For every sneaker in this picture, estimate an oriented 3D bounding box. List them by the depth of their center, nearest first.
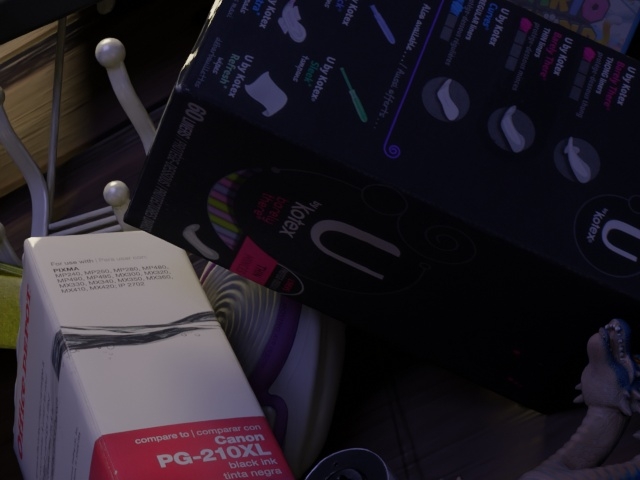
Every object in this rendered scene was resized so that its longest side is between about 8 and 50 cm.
[{"bbox_3d":[0.000,0.000,1.190,0.114,0.152,0.305,-12,71,43],"label":"sneaker"}]

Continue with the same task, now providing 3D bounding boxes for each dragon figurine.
[{"bbox_3d":[0.118,0.185,0.946,0.085,0.144,0.289,19,103,46],"label":"dragon figurine"}]

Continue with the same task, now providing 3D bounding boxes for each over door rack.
[{"bbox_3d":[-0.125,-0.142,1.414,0.239,0.108,0.324,-15,46,25],"label":"over door rack"}]

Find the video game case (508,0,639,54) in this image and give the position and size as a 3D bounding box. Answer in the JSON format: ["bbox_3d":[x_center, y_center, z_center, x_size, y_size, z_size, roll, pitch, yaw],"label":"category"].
[{"bbox_3d":[0.144,-0.152,1.187,0.166,0.119,0.015,-66,16,-6],"label":"video game case"}]

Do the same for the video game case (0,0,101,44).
[{"bbox_3d":[-0.139,-0.265,1.497,0.274,0.035,0.248,-21,29,16],"label":"video game case"}]

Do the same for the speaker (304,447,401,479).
[{"bbox_3d":[0.042,0.163,0.991,0.055,0.136,0.055,-20,45,21],"label":"speaker"}]

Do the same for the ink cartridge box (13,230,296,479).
[{"bbox_3d":[-0.103,0.128,1.092,0.100,0.172,0.237,-5,37,-20],"label":"ink cartridge box"}]

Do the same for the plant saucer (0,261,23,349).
[{"bbox_3d":[-0.260,0.033,1.298,0.188,0.188,0.045,13,94,43],"label":"plant saucer"}]

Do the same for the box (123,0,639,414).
[{"bbox_3d":[0.052,-0.042,1.042,0.165,0.270,0.143,120,173,-61],"label":"box"}]
